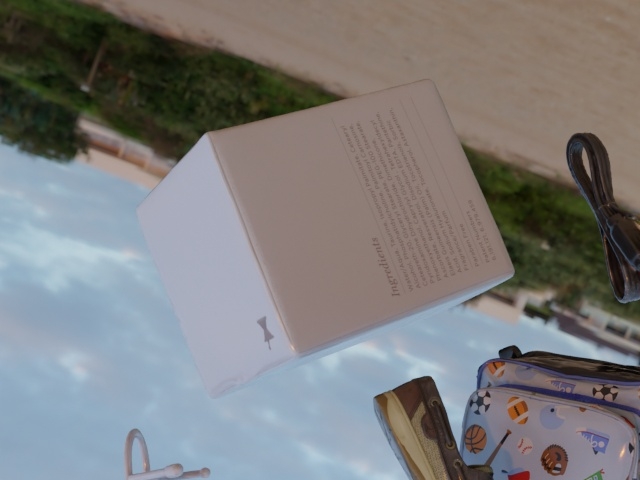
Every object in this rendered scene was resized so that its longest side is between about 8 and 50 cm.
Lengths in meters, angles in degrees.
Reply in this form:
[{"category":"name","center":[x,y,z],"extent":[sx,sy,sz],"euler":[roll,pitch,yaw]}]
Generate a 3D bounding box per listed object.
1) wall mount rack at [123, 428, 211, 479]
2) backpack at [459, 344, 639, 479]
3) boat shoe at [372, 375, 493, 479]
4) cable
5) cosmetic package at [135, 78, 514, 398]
[{"category":"wall mount rack","center":[-0.225,0.446,1.658],"extent":[0.130,0.350,0.304],"euler":[-8,168,5]},{"category":"backpack","center":[0.267,0.263,1.186],"extent":[0.276,0.264,0.213],"euler":[7,-172,41]},{"category":"boat shoe","center":[0.130,0.231,1.056],"extent":[0.224,0.073,0.080],"euler":[60,176,7]},{"category":"cable","center":[0.436,-0.026,1.624],"extent":[0.072,0.139,0.287],"euler":[-6,-130,-20]},{"category":"cosmetic package","center":[0.000,0.000,1.669],"extent":[0.393,0.328,0.329],"euler":[-18,172,-31]}]
